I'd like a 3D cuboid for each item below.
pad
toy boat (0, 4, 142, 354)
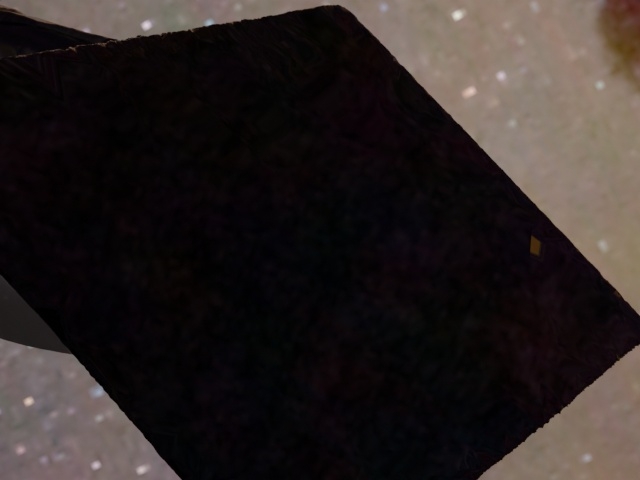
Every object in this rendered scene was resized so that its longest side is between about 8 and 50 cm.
[{"bbox_3d":[0.000,0.000,0.500,0.159,0.009,0.265,47,-153,11],"label":"pad"},{"bbox_3d":[-0.116,0.014,0.742,0.219,0.318,0.072,34,-124,-8],"label":"toy boat"}]
